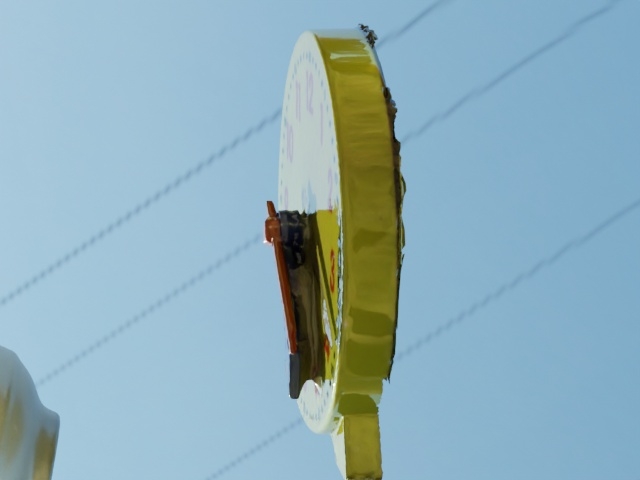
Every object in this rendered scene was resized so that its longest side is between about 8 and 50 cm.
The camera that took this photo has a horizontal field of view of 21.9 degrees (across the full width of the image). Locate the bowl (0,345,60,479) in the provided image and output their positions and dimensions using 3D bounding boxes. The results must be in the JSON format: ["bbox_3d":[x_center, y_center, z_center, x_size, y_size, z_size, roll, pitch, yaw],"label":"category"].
[{"bbox_3d":[-0.251,0.168,1.124,0.126,0.238,0.238,12,-100,-10],"label":"bowl"}]

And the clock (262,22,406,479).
[{"bbox_3d":[-0.004,-0.002,1.133,0.071,0.277,0.293,0,-83,-10],"label":"clock"}]
